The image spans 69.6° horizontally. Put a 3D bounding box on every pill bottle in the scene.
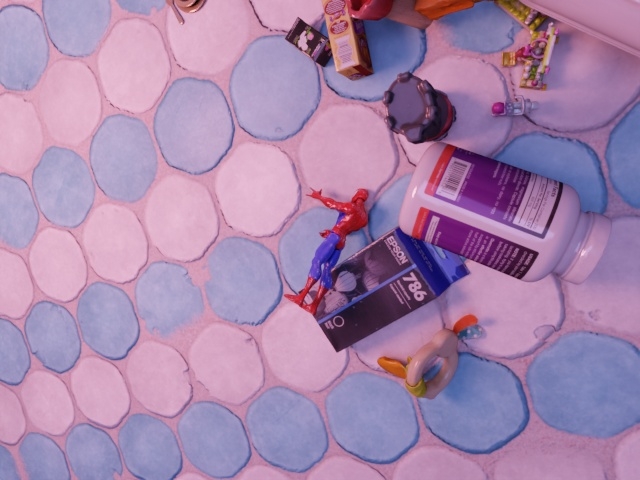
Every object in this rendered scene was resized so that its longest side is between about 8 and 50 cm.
[{"bbox_3d":[0.315,-0.043,0.816,0.322,0.181,0.182,24,106,15],"label":"pill bottle"}]

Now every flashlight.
[{"bbox_3d":[0.169,-0.220,0.773,0.103,0.304,0.103,35,108,12],"label":"flashlight"}]

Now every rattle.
[{"bbox_3d":[0.231,0.221,0.974,0.130,0.142,0.200,25,92,-19],"label":"rattle"}]

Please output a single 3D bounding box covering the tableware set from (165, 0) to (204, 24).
[{"bbox_3d":[-0.327,-0.605,1.030,0.128,0.039,0.194,-31,88,22],"label":"tableware set"}]

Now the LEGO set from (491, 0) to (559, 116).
[{"bbox_3d":[0.342,-0.364,0.791,0.132,0.107,0.287,-10,96,21],"label":"LEGO set"}]

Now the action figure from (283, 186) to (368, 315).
[{"bbox_3d":[0.000,0.000,0.968,0.139,0.091,0.281,24,77,39],"label":"action figure"}]

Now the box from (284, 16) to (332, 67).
[{"bbox_3d":[-0.018,-0.403,0.939,0.083,0.062,0.052,40,108,10],"label":"box"}]

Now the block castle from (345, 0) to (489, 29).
[{"bbox_3d":[0.175,-0.580,0.679,0.303,0.212,0.454,20,106,58],"label":"block castle"}]

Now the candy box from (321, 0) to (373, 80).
[{"bbox_3d":[0.049,-0.416,0.888,0.053,0.109,0.187,-12,96,22],"label":"candy box"}]

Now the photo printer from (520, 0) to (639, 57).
[{"bbox_3d":[0.460,-0.436,0.696,0.307,0.107,0.256,32,82,12],"label":"photo printer"}]

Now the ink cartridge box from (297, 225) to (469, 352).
[{"bbox_3d":[0.126,0.090,0.973,0.332,0.065,0.166,-35,86,21],"label":"ink cartridge box"}]
